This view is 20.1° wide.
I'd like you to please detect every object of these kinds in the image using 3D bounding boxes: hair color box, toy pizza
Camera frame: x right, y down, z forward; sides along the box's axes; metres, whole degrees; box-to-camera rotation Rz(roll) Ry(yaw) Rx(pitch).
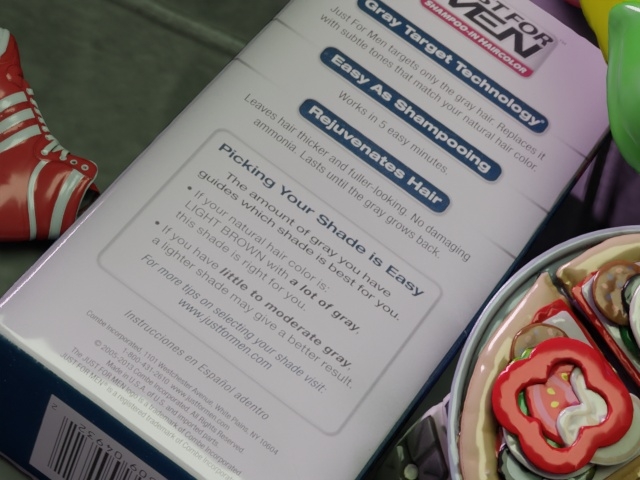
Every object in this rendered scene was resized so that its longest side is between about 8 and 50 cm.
[{"bbox_3d":[0.000,0.000,0.890,0.174,0.105,0.347,36,55,5],"label":"hair color box"},{"bbox_3d":[0.153,0.087,0.773,0.201,0.032,0.201,4,72,-11],"label":"toy pizza"}]

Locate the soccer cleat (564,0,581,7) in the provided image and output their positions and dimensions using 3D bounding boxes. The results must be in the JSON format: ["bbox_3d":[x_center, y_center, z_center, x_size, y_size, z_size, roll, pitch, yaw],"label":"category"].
[{"bbox_3d":[0.154,-0.241,1.125,0.095,0.083,0.248,29,42,-38],"label":"soccer cleat"}]

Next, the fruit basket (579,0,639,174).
[{"bbox_3d":[0.228,-0.169,0.925,0.392,0.283,0.392,-2,96,-25],"label":"fruit basket"}]

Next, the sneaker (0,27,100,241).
[{"bbox_3d":[-0.143,-0.051,0.911,0.067,0.042,0.118,5,65,-11],"label":"sneaker"}]

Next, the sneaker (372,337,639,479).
[{"bbox_3d":[0.173,0.107,0.868,0.330,0.147,0.130,-13,75,-18],"label":"sneaker"}]
